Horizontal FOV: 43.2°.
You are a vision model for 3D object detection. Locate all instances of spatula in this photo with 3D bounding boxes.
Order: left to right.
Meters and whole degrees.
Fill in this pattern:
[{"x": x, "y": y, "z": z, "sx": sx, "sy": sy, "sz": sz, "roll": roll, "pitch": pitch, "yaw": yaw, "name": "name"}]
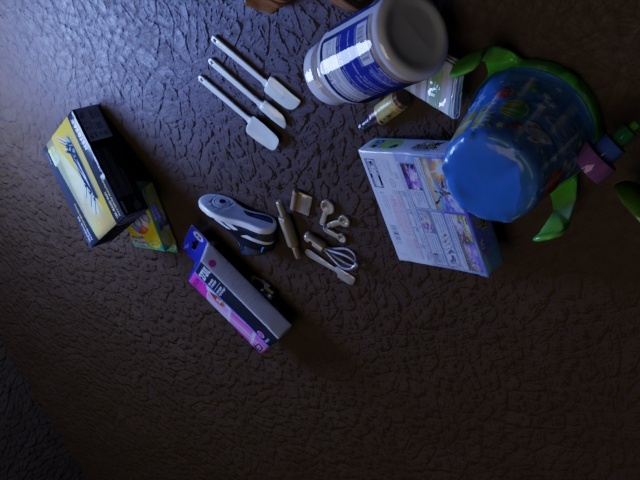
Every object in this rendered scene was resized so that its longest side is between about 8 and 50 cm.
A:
[{"x": -0.165, "y": -0.320, "z": 1.757, "sx": 0.242, "sy": 0.019, "sz": 0.168, "roll": 40, "pitch": 140, "yaw": 5, "name": "spatula"}]

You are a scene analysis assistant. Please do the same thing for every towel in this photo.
[{"x": 0.195, "y": -0.293, "z": 1.445, "sx": 0.152, "sy": 0.023, "sz": 0.113, "roll": 39, "pitch": 143, "yaw": 39, "name": "towel"}]

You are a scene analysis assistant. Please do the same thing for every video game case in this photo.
[{"x": 0.216, "y": -0.070, "z": 1.586, "sx": 0.244, "sy": 0.061, "sz": 0.270, "roll": 12, "pitch": 132, "yaw": 50, "name": "video game case"}]

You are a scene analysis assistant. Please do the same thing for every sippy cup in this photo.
[{"x": 0.320, "y": -0.152, "z": 1.345, "sx": 0.305, "sy": 0.224, "sz": 0.240, "roll": 36, "pitch": 138, "yaw": 11, "name": "sippy cup"}]

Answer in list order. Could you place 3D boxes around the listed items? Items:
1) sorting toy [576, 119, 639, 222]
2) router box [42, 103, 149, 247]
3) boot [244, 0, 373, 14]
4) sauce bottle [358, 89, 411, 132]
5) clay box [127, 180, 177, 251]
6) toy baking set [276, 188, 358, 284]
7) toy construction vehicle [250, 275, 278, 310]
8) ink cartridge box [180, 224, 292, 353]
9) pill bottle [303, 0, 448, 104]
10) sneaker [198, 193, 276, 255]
[{"x": 0.573, "y": -0.064, "z": 1.284, "sx": 0.365, "sy": 0.127, "sz": 0.126, "roll": 37, "pitch": 117, "yaw": -14, "name": "sorting toy"}, {"x": -0.599, "y": -0.165, "z": 2.133, "sx": 0.243, "sy": 0.081, "sz": 0.309, "roll": -32, "pitch": 84, "yaw": 48, "name": "router box"}, {"x": -0.054, "y": -0.471, "z": 1.482, "sx": 0.283, "sy": 0.109, "sz": 0.220, "roll": 32, "pitch": 150, "yaw": -9, "name": "boot"}, {"x": 0.122, "y": -0.248, "z": 1.568, "sx": 0.042, "sy": 0.042, "sz": 0.128, "roll": 50, "pitch": 141, "yaw": -7, "name": "sauce bottle"}, {"x": -0.479, "y": -0.056, "z": 2.205, "sx": 0.127, "sy": 0.053, "sz": 0.222, "roll": 7, "pitch": 126, "yaw": 37, "name": "clay box"}, {"x": -0.006, "y": -0.002, "z": 1.883, "sx": 0.196, "sy": 0.030, "sz": 0.256, "roll": 9, "pitch": 128, "yaw": 34, "name": "toy baking set"}, {"x": -0.146, "y": 0.143, "z": 2.120, "sx": 0.098, "sy": 0.035, "sz": 0.086, "roll": 36, "pitch": 150, "yaw": 16, "name": "toy construction vehicle"}, {"x": -0.244, "y": 0.134, "z": 2.139, "sx": 0.371, "sy": 0.069, "sz": 0.176, "roll": 47, "pitch": 152, "yaw": 2, "name": "ink cartridge box"}, {"x": 0.087, "y": -0.327, "z": 1.420, "sx": 0.153, "sy": 0.153, "sz": 0.264, "roll": 57, "pitch": 152, "yaw": -15, "name": "pill bottle"}, {"x": -0.209, "y": -0.026, "z": 1.990, "sx": 0.216, "sy": 0.079, "sz": 0.121, "roll": 23, "pitch": 134, "yaw": 21, "name": "sneaker"}]
